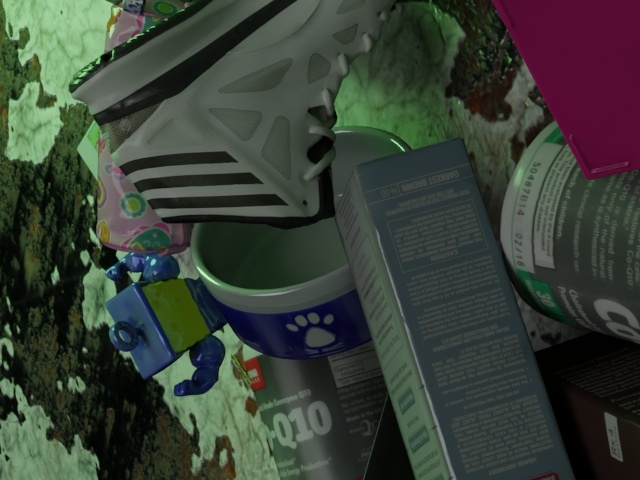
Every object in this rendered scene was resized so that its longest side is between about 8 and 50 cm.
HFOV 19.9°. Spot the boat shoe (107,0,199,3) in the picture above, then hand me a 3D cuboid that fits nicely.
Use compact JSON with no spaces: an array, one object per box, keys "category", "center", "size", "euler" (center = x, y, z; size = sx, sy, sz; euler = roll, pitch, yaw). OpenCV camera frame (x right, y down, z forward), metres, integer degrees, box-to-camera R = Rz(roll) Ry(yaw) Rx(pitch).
[{"category":"boat shoe","center":[-0.137,-0.287,2.070],"size":[0.320,0.103,0.118],"euler":[24,114,40]}]

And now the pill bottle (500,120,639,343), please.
[{"category":"pill bottle","center":[0.348,0.005,1.582],"size":[0.361,0.204,0.204],"euler":[15,111,49]}]

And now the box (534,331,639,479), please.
[{"category":"box","center":[0.317,0.210,1.622],"size":[0.381,0.143,0.191],"euler":[-155,50,-71]}]

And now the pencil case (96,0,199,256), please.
[{"category":"pencil case","center":[-0.178,-0.128,1.983],"size":[0.124,0.124,0.284],"euler":[22,110,46]}]

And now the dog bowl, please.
[{"category":"dog bowl","center":[0.000,0.000,1.958],"size":[0.265,0.265,0.104],"euler":[22,148,46]}]

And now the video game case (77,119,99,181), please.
[{"category":"video game case","center":[-0.224,-0.126,2.374],"size":[0.193,0.023,0.212],"euler":[54,127,26]}]

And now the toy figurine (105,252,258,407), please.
[{"category":"toy figurine","center":[-0.172,0.056,2.201],"size":[0.191,0.217,0.363],"euler":[-33,82,48]}]

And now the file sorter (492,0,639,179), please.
[{"category":"file sorter","center":[0.328,-0.207,1.489],"size":[0.290,0.182,0.202],"euler":[-12,119,39]}]

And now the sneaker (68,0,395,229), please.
[{"category":"sneaker","center":[-0.008,-0.164,1.870],"size":[0.258,0.447,0.169],"euler":[61,170,-9]}]

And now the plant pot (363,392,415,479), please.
[{"category":"plant pot","center":[0.162,0.253,1.880],"size":[0.167,0.188,0.188],"euler":[11,77,29]}]

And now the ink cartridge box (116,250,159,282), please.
[{"category":"ink cartridge box","center":[-0.234,0.000,2.445],"size":[0.063,0.029,0.115],"euler":[53,137,27]}]

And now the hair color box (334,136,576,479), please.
[{"category":"hair color box","center":[0.126,0.113,1.715],"size":[0.185,0.113,0.375],"euler":[111,143,-76]}]

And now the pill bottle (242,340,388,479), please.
[{"category":"pill bottle","center":[0.004,0.167,2.091],"size":[0.161,0.161,0.283],"euler":[-25,81,51]}]
